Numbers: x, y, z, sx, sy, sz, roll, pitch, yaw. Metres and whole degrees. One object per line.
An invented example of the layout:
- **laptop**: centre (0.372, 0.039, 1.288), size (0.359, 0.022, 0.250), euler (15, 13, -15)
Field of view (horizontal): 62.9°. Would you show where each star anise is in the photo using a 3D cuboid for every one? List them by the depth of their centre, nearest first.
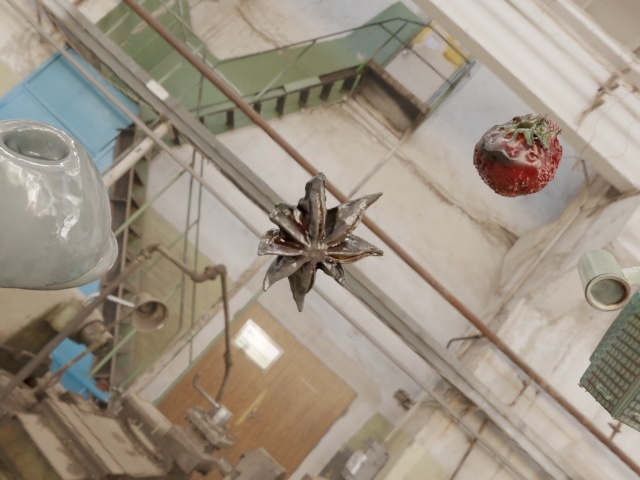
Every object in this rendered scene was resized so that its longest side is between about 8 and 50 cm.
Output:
- **star anise**: centre (0.000, 0.000, 0.682), size (0.061, 0.180, 0.205), euler (-113, -173, -50)

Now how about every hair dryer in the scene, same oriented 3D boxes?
- **hair dryer**: centre (0.586, 0.048, 0.922), size (0.236, 0.131, 0.073), euler (-15, -74, 25)

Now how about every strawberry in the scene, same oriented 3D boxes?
- **strawberry**: centre (0.227, -0.090, 0.605), size (0.106, 0.106, 0.106), euler (40, -14, 12)

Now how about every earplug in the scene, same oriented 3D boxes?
- **earplug**: centre (-0.345, -0.029, 0.626), size (0.214, 0.175, 0.325), euler (16, -12, -22)

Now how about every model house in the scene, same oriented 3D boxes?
- **model house**: centre (0.623, 0.218, 0.959), size (0.215, 0.224, 0.198), euler (3, 30, -47)
